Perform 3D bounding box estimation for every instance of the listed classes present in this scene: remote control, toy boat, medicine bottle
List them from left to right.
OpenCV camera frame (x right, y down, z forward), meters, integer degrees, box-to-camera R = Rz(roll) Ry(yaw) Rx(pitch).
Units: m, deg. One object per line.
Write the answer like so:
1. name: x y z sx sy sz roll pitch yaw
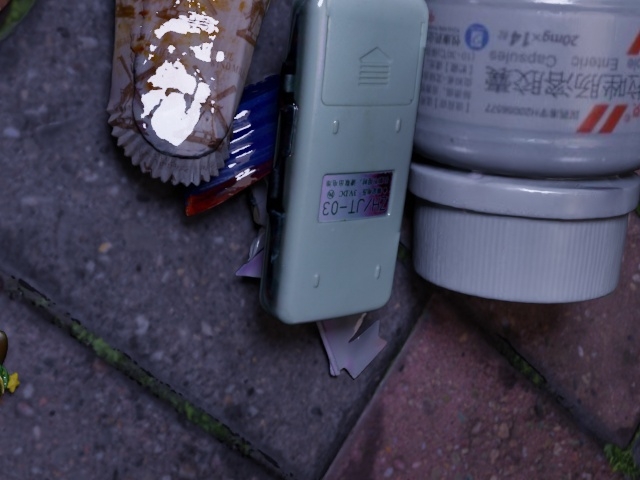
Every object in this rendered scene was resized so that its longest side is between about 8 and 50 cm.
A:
1. toy boat: 0.011 -0.027 1.010 0.219 0.072 0.318 -52 122 -15
2. remote control: 0.018 -0.076 0.929 0.140 0.056 0.296 -8 111 -41
3. medicine bottle: 0.196 -0.113 1.015 0.245 0.245 0.306 -7 108 -33

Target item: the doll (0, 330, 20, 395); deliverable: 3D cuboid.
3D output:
1. doll: -0.272 0.102 0.825 0.113 0.077 0.078 15 77 -35

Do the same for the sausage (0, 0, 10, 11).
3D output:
1. sausage: -0.232 -0.229 0.837 0.040 0.047 0.176 41 71 -26

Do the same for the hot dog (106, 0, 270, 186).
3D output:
1. hot dog: -0.107 -0.171 0.891 0.131 0.069 0.252 10 80 -10
